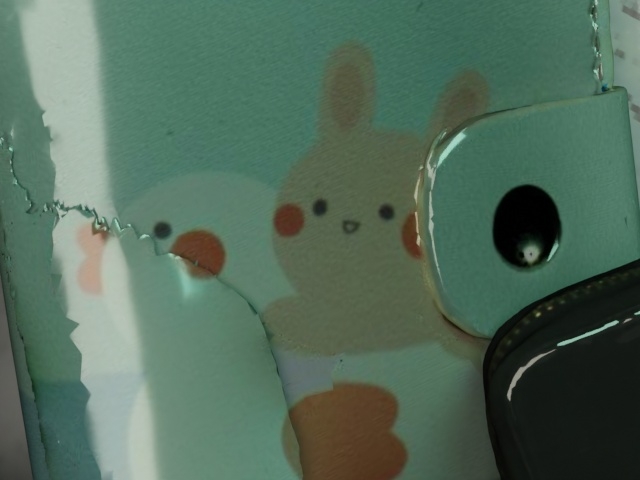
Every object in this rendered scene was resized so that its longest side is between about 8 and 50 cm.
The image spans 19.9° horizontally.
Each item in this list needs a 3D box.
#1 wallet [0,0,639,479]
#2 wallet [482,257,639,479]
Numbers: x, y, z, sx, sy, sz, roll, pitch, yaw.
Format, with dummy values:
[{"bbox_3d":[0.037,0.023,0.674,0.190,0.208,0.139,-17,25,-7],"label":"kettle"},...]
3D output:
[{"bbox_3d":[0.000,0.000,0.475,0.176,0.075,0.250,-10,94,-23],"label":"wallet"},{"bbox_3d":[0.137,0.100,0.464,0.149,0.044,0.250,-24,102,-4],"label":"wallet"}]
